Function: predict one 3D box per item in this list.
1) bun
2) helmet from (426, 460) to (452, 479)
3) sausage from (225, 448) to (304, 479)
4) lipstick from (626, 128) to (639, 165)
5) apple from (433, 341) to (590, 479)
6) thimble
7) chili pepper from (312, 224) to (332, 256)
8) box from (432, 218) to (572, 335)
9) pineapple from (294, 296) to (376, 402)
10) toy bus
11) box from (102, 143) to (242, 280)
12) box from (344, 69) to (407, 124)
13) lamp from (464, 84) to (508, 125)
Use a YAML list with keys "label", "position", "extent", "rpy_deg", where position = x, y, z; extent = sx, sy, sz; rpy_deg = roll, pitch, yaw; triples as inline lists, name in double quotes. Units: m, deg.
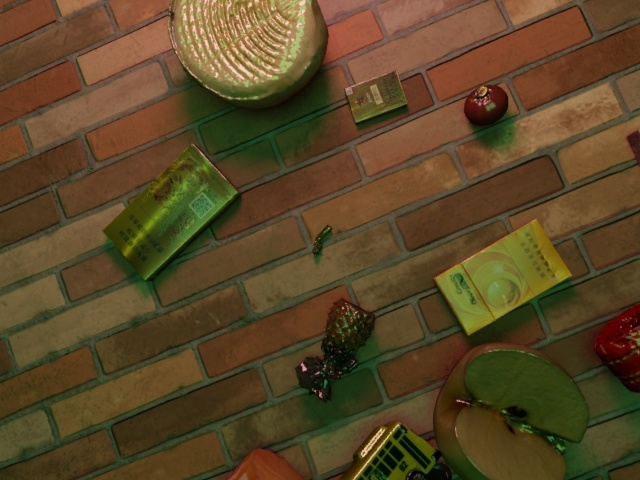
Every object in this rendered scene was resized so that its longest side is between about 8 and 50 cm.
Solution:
- label: "bun"
  position: [-0.154, -0.482, 1.272]
  extent: [0.363, 0.202, 0.365]
  rpy_deg: [0, 92, 7]
- label: "helmet"
  position: [0.255, 0.540, 1.226]
  extent: [0.065, 0.049, 0.084]
  rpy_deg: [31, 57, 33]
- label: "sausage"
  position: [-0.160, 0.633, 1.170]
  extent: [0.233, 0.233, 0.287]
  rpy_deg: [41, 90, 7]
- label: "lipstick"
  position: [0.786, -0.107, 1.215]
  extent: [0.068, 0.066, 0.318]
  rpy_deg: [-22, 83, 4]
- label: "apple"
  position: [0.376, 0.365, 1.137]
  extent: [0.257, 0.233, 0.295]
  rpy_deg: [24, 77, -6]
- label: "thimble"
  position: [0.670, 0.219, 1.143]
  extent: [0.163, 0.189, 0.125]
  rpy_deg: [-44, 79, 25]
- label: "chili pepper"
  position: [0.000, 0.000, 1.307]
  extent: [0.027, 0.022, 0.083]
  rpy_deg: [27, 85, 9]
- label: "box"
  position: [0.409, 0.084, 1.248]
  extent: [0.269, 0.043, 0.153]
  rpy_deg: [-30, 83, 2]
- label: "pineapple"
  position: [0.033, 0.252, 1.248]
  extent: [0.111, 0.119, 0.237]
  rpy_deg: [24, 93, -37]
- label: "toy bus"
  position: [0.121, 0.510, 1.156]
  extent: [0.150, 0.128, 0.262]
  rpy_deg: [43, 63, 9]
- label: "box"
  position: [-0.361, -0.067, 1.338]
  extent: [0.311, 0.043, 0.173]
  rpy_deg: [-44, 83, 1]
- label: "box"
  position: [0.133, -0.343, 1.321]
  extent: [0.133, 0.023, 0.090]
  rpy_deg: [-20, 82, 4]
- label: "lamp"
  position: [0.379, -0.309, 1.261]
  extent: [0.101, 0.090, 0.101]
  rpy_deg: [-20, 46, 22]
